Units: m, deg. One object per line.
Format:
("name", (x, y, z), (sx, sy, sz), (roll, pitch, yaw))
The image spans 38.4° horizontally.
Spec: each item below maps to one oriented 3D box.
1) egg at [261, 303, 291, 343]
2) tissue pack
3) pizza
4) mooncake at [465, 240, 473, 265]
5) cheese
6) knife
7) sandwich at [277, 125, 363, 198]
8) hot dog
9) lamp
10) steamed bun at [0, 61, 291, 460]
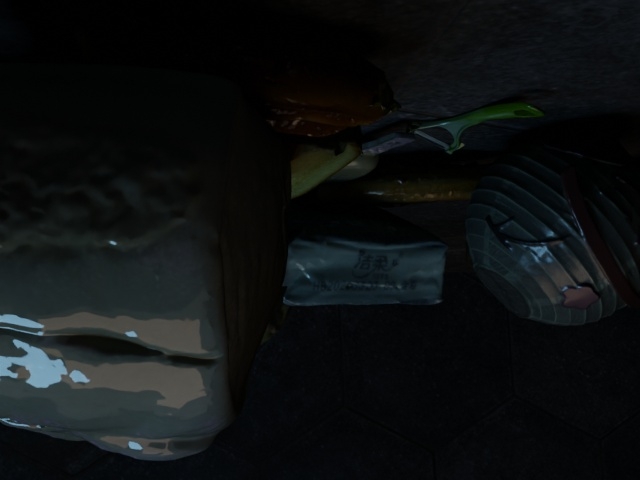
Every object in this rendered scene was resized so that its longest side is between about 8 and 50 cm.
("egg", (-0.159, 0.065, 1.520), (0.238, 0.238, 0.289), (-3, -169, 2))
("tissue pack", (0.000, 0.000, 1.239), (0.228, 0.103, 0.315), (0, -166, -23))
("pizza", (0.119, -0.075, 1.179), (0.246, 0.058, 0.127), (-3, 179, 6))
("mooncake", (0.342, -0.026, 1.460), (0.228, 0.124, 0.228), (0, 170, 0))
("cheese", (0.041, -0.099, 1.057), (0.097, 0.037, 0.192), (0, 173, -33))
("knife", (0.164, -0.125, 0.957), (0.078, 0.023, 0.166), (14, 165, -33))
("sandwich", (-0.032, -0.094, 0.898), (0.090, 0.088, 0.244), (-10, 172, -20))
("hot dog", (-0.061, -0.120, 0.690), (0.269, 0.072, 0.115), (3, 170, -37))
("lamp", (0.291, -0.019, 1.087), (0.233, 0.233, 0.265), (-8, 143, 33))
("steamed bun", (-0.148, 0.025, 0.649), (0.247, 0.236, 0.383), (5, 175, -1))
